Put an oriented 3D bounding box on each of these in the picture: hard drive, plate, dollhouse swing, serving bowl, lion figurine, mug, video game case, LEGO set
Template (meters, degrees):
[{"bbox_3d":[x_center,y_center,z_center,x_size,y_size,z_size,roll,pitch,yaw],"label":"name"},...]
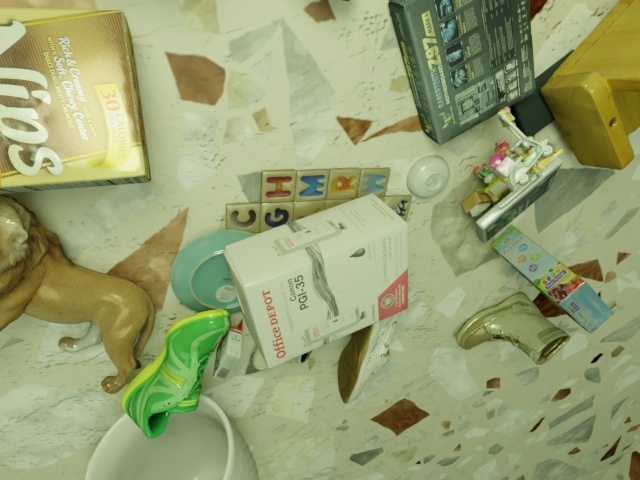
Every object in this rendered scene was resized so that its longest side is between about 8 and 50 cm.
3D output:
[{"bbox_3d":[0.405,-0.254,0.778,0.135,0.022,0.094,-38,128,6],"label":"hard drive"},{"bbox_3d":[-0.164,0.066,0.767,0.188,0.024,0.188,-11,126,-15],"label":"plate"},{"bbox_3d":[0.589,-0.273,0.642,0.347,0.305,0.315,-49,126,7],"label":"dollhouse swing"},{"bbox_3d":[0.200,-0.111,0.795,0.083,0.027,0.083,-10,126,-14],"label":"serving bowl"},{"bbox_3d":[-0.384,0.086,0.661,0.240,0.142,0.392,-51,140,7],"label":"lion figurine"},{"bbox_3d":[-0.308,0.506,0.906,0.374,0.276,0.328,1,136,14],"label":"mug"},{"bbox_3d":[0.373,-0.069,0.835,0.173,0.022,0.190,-42,160,11],"label":"video game case"},{"bbox_3d":[0.299,-0.135,0.738,0.132,0.107,0.287,-41,172,0],"label":"LEGO set"}]

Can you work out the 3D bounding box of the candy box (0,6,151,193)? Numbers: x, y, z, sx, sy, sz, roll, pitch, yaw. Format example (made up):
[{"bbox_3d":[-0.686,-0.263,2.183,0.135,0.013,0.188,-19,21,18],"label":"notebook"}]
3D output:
[{"bbox_3d":[-0.363,-0.143,0.472,0.316,0.087,0.183,-7,95,-16],"label":"candy box"}]

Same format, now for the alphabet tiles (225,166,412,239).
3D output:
[{"bbox_3d":[0.000,0.000,0.807,0.342,0.011,0.285,-5,125,-18],"label":"alphabet tiles"}]

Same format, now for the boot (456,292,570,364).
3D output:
[{"bbox_3d":[0.452,0.233,1.044,0.213,0.165,0.077,-30,128,-1],"label":"boot"}]

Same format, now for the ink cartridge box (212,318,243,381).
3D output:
[{"bbox_3d":[-0.171,0.196,0.816,0.029,0.115,0.063,24,112,-19],"label":"ink cartridge box"}]

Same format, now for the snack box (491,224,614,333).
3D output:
[{"bbox_3d":[0.482,0.079,0.922,0.174,0.207,0.070,33,107,-34],"label":"snack box"}]

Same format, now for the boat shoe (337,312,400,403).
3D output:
[{"bbox_3d":[0.111,0.252,0.970,0.096,0.098,0.277,4,120,-22],"label":"boat shoe"}]

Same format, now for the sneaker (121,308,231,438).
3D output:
[{"bbox_3d":[-0.242,0.239,0.791,0.295,0.123,0.109,-51,153,17],"label":"sneaker"}]

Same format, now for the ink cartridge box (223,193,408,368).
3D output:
[{"bbox_3d":[0.002,0.070,0.757,0.283,0.117,0.207,-21,129,-15],"label":"ink cartridge box"}]

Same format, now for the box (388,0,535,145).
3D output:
[{"bbox_3d":[0.221,-0.287,0.661,0.183,0.059,0.232,-30,129,1],"label":"box"}]

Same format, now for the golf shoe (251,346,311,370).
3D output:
[{"bbox_3d":[-0.066,0.222,0.889,0.176,0.086,0.069,-40,130,10],"label":"golf shoe"}]
